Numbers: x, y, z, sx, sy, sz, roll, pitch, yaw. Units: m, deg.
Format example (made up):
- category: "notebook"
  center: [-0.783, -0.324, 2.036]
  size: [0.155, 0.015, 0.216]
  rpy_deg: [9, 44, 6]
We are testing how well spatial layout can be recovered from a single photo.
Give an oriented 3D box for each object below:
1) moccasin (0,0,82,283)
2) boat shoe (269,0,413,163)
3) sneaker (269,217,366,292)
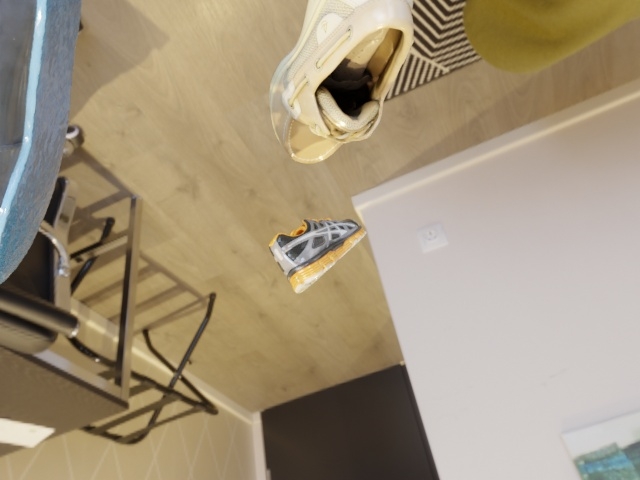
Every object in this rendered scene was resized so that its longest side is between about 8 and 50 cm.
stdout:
- category: "moccasin"
  center: [-0.307, -0.116, 0.493]
  size: [0.117, 0.137, 0.341]
  rpy_deg: [18, 111, -12]
- category: "boat shoe"
  center: [0.015, -0.151, 0.556]
  size: [0.109, 0.098, 0.302]
  rpy_deg: [-3, 159, -18]
- category: "sneaker"
  center: [0.000, 0.000, 0.803]
  size: [0.083, 0.215, 0.084]
  rpy_deg: [47, 118, 4]
